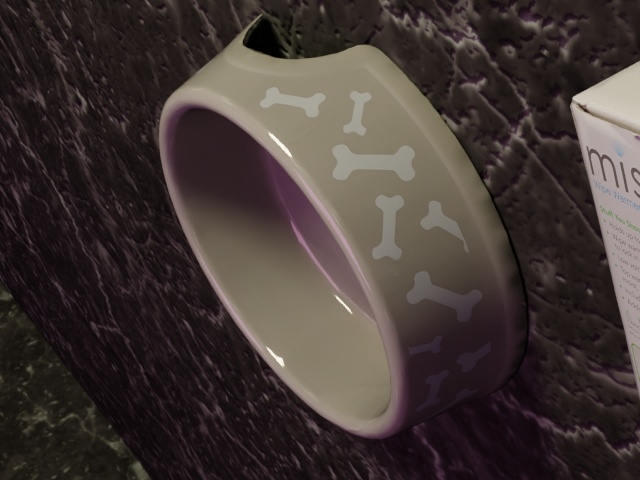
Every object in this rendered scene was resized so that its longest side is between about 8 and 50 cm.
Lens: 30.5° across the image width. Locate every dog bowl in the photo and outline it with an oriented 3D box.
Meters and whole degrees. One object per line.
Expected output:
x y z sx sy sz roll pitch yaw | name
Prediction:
0.000 0.000 0.904 0.349 0.102 0.349 45 155 28 | dog bowl

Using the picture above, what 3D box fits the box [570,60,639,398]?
0.227 0.054 0.415 0.262 0.127 0.231 40 153 62 | box
